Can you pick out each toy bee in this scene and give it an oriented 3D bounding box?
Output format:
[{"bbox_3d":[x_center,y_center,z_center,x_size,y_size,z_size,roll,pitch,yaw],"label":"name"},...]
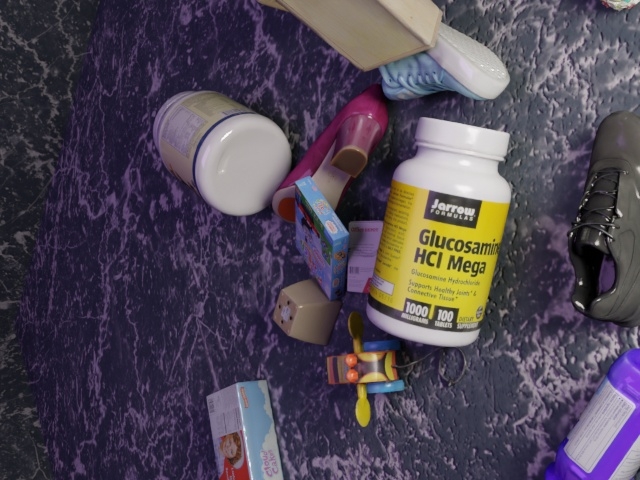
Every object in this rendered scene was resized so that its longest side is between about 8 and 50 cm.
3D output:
[{"bbox_3d":[0.085,0.216,1.262,0.298,0.162,0.195,-45,52,41],"label":"toy bee"}]

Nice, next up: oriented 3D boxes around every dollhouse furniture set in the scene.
[{"bbox_3d":[0.084,-0.517,1.117,0.362,0.256,0.394,-6,61,48],"label":"dollhouse furniture set"}]

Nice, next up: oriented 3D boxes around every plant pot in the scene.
[{"bbox_3d":[-0.036,0.149,1.475,0.109,0.096,0.109,40,119,47],"label":"plant pot"}]

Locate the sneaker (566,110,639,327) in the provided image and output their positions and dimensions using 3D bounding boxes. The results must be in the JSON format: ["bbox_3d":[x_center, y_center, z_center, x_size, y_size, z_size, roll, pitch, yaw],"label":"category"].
[{"bbox_3d":[0.383,-0.030,0.913,0.109,0.130,0.287,-5,83,54],"label":"sneaker"}]

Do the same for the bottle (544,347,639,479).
[{"bbox_3d":[0.370,0.275,0.920,0.092,0.118,0.283,40,120,35],"label":"bottle"}]

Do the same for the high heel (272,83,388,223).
[{"bbox_3d":[0.022,-0.163,1.451,0.377,0.127,0.181,-32,31,53],"label":"high heel"}]

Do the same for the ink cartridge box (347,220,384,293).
[{"bbox_3d":[0.103,0.032,1.333,0.099,0.056,0.135,1,89,52],"label":"ink cartridge box"}]

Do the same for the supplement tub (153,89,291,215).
[{"bbox_3d":[-0.241,-0.217,1.652,0.325,0.235,0.236,36,115,48],"label":"supplement tub"}]

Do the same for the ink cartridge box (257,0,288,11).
[{"bbox_3d":[-0.019,-0.579,1.419,0.088,0.193,0.235,54,128,42],"label":"ink cartridge box"}]

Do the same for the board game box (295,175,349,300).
[{"bbox_3d":[0.000,0.000,1.397,0.160,0.039,0.212,57,161,32],"label":"board game box"}]

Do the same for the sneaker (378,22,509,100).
[{"bbox_3d":[0.183,-0.290,1.199,0.150,0.135,0.366,-68,30,25],"label":"sneaker"}]

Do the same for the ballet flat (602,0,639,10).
[{"bbox_3d":[0.381,-0.425,0.983,0.091,0.077,0.241,-47,52,41],"label":"ballet flat"}]

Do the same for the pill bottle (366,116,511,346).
[{"bbox_3d":[0.192,-0.017,1.113,0.188,0.187,0.334,23,106,51],"label":"pill bottle"}]

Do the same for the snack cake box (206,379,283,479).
[{"bbox_3d":[-0.177,0.474,1.644,0.152,0.089,0.265,-31,64,45],"label":"snack cake box"}]
